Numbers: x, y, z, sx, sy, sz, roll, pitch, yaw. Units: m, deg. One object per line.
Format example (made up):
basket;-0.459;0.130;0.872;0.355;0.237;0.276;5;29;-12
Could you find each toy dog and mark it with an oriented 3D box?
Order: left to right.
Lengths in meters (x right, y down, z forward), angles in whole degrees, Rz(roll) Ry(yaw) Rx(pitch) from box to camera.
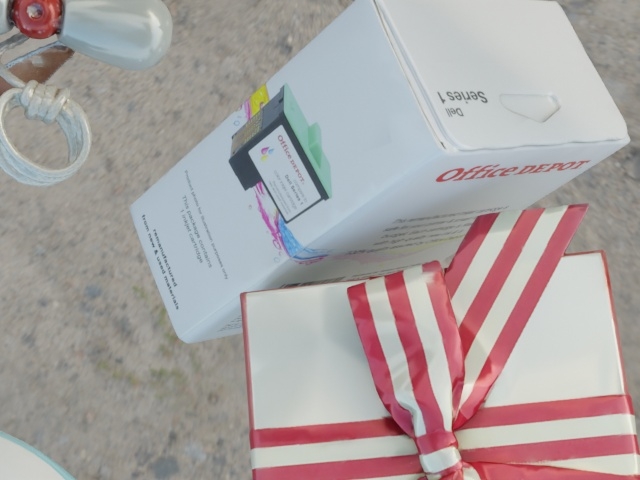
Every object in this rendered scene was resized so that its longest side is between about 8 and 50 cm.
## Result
toy dog;-0.318;-0.204;1.104;0.334;0.161;0.220;31;85;-12

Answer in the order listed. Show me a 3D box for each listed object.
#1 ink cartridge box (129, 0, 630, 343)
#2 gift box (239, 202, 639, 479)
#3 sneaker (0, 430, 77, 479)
ink cartridge box;0.035;-0.046;0.831;0.278;0.201;0.117;-36;71;41
gift box;0.098;0.136;0.777;0.277;0.258;0.255;-12;71;5
sneaker;-0.109;0.156;0.252;0.208;0.319;0.127;-24;125;-39
